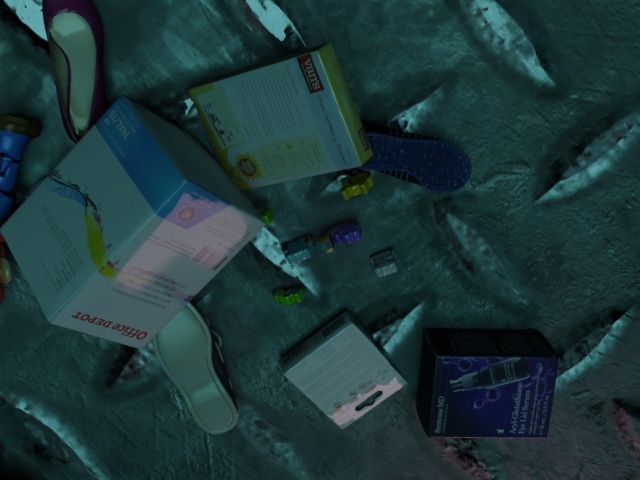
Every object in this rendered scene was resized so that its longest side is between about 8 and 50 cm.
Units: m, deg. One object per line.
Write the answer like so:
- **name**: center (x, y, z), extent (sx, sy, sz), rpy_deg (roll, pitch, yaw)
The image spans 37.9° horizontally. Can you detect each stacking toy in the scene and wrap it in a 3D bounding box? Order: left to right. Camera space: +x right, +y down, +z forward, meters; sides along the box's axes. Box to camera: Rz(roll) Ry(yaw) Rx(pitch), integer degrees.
- **stacking toy**: center (0.000, 0.000, 1.453), extent (0.221, 0.052, 0.167), rpy_deg (-18, 119, 7)

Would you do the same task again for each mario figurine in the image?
- **mario figurine**: center (-0.512, -0.038, 1.389), extent (0.198, 0.170, 0.320), rpy_deg (17, 97, 27)

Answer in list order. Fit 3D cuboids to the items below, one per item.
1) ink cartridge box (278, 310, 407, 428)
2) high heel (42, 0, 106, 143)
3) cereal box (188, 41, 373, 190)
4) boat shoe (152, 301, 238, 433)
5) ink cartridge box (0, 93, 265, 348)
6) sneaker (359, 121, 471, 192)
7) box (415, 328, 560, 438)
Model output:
- **ink cartridge box**: center (0.040, 0.217, 1.551), extent (0.145, 0.045, 0.179), rpy_deg (-37, 126, 7)
- **high heel**: center (-0.350, -0.256, 1.310), extent (0.082, 0.117, 0.244), rpy_deg (-4, 109, -4)
- **cereal box**: center (-0.059, -0.171, 1.336), extent (0.240, 0.047, 0.173), rpy_deg (-8, 113, 35)
- **boat shoe**: center (-0.199, 0.188, 1.490), extent (0.095, 0.079, 0.254), rpy_deg (-26, 111, 1)
- **ink cartridge box**: center (-0.266, -0.019, 1.316), extent (0.270, 0.197, 0.198), rpy_deg (-45, 148, 9)
- **sneaker**: center (0.122, -0.134, 1.418), extent (0.232, 0.090, 0.081), rpy_deg (13, 107, -31)
- **box**: center (0.270, 0.235, 1.531), extent (0.207, 0.108, 0.153), rpy_deg (0, 109, -6)
